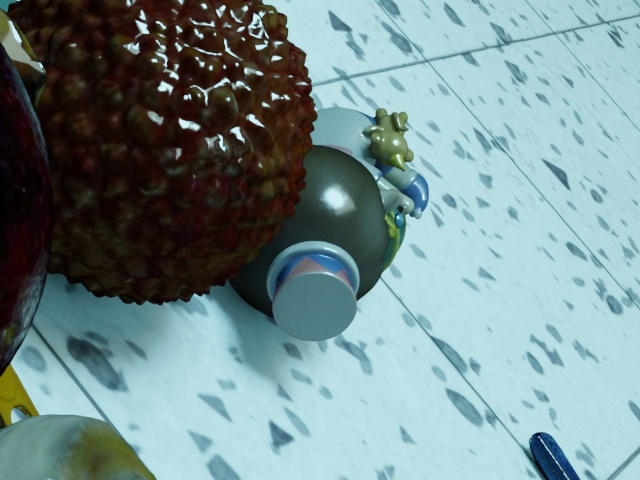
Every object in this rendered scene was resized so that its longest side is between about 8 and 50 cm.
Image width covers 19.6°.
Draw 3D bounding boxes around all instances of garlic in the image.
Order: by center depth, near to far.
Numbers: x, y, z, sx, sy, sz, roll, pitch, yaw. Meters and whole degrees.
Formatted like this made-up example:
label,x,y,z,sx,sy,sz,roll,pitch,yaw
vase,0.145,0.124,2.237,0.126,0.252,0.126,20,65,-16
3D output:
label,x,y,z,sx,sy,sz,roll,pitch,yaw
garlic,-0.145,0.149,0.950,0.101,0.087,0.195,48,21,-15

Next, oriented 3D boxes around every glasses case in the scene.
label,x,y,z,sx,sy,sz,roll,pitch,yaw
glasses case,0.217,0.213,1.683,0.083,0.023,0.033,58,19,19

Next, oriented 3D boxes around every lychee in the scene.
label,x,y,z,sx,sy,sz,roll,pitch,yaw
lychee,-0.128,-0.084,1.340,0.264,0.300,0.264,3,82,-24

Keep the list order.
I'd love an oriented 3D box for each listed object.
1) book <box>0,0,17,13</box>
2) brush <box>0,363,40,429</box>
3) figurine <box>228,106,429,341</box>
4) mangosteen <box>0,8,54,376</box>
label,x,y,z,sx,sy,sz,roll,pitch,yaw
book,-0.300,-0.190,1.317,0.379,0.031,0.264,-81,157,-61
brush,-0.233,0.026,1.147,0.314,0.017,0.090,63,26,-6
figurine,-0.002,-0.009,1.535,0.275,0.161,0.158,-47,129,-63
mangosteen,-0.270,-0.014,0.938,0.307,0.307,0.347,53,16,14
